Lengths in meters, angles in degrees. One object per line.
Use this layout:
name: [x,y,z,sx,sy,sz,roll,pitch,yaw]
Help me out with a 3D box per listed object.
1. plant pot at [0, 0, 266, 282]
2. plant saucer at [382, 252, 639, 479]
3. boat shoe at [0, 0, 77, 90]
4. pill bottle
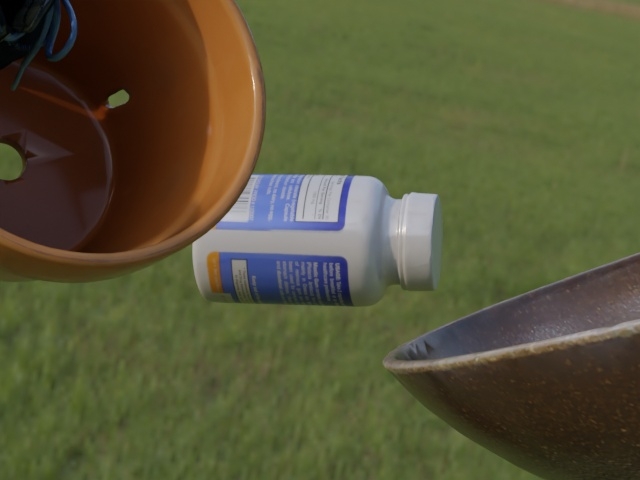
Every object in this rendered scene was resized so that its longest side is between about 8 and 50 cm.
plant pot: [-0.212,-0.089,1.228,0.291,0.290,0.203,7,-22,-25]
plant saucer: [0.170,0.005,0.415,0.311,0.050,0.310,-18,-1,0]
boat shoe: [-0.184,-0.140,0.925,0.089,0.109,0.258,-10,5,7]
pill bottle: [0.000,0.000,1.878,0.272,0.152,0.152,2,8,10]
